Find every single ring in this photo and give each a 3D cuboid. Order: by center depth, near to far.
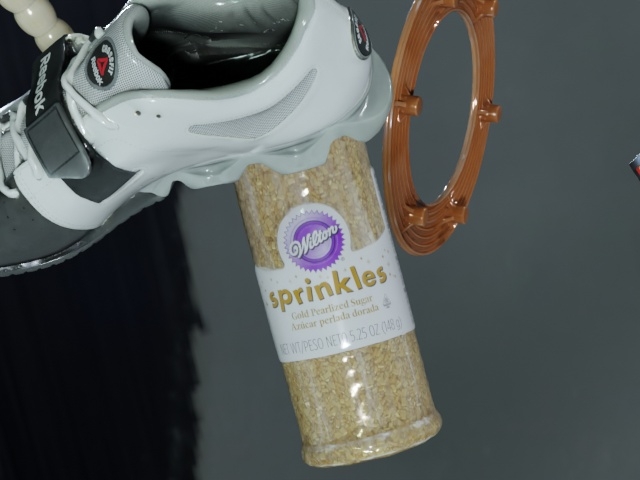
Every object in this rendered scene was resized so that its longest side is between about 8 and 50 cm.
[{"bbox_3d":[0.145,-0.146,2.165,0.032,0.336,0.336,9,27,22],"label":"ring"}]

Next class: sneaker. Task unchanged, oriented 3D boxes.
[{"bbox_3d":[-0.132,-0.085,1.191,0.331,0.146,0.122,-22,60,7],"label":"sneaker"}]

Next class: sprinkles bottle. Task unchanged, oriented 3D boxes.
[{"bbox_3d":[0.000,0.000,1.572,0.121,0.355,0.121,-15,3,1],"label":"sprinkles bottle"}]

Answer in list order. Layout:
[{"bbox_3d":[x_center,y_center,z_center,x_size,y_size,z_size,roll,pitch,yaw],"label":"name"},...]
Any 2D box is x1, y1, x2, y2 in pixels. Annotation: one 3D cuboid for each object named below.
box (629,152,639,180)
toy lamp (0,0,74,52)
[{"bbox_3d":[0.406,-0.118,1.880,0.207,0.036,0.114,-22,-18,-35],"label":"box"},{"bbox_3d":[-0.210,-0.159,1.489,0.080,0.274,0.080,-29,33,20],"label":"toy lamp"}]
